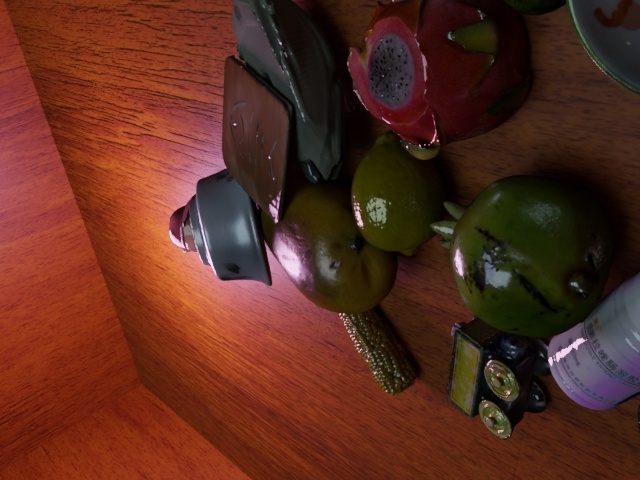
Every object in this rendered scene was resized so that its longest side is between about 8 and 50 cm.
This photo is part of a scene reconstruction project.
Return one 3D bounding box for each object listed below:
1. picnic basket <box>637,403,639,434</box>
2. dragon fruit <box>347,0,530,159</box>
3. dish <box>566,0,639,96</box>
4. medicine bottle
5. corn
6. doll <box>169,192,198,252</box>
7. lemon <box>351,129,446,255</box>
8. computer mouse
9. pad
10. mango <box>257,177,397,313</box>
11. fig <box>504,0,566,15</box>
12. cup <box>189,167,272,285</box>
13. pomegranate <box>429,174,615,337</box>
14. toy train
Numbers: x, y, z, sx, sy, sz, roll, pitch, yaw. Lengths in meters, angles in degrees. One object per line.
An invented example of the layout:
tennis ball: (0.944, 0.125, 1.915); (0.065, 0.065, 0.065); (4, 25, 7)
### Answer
picnic basket: (0.604, 0.349, 1.084); (0.110, 0.054, 0.193); (7, 120, 50)
dragon fruit: (0.177, -0.281, 1.042); (0.290, 0.189, 0.291); (32, 138, 34)
dish: (0.450, -0.321, 0.721); (0.324, 0.124, 0.324); (35, 136, 42)
medicine bottle: (0.487, 0.150, 0.997); (0.152, 0.152, 0.254); (49, 146, 17)
corn: (0.125, 0.240, 1.594); (0.313, 0.102, 0.102); (56, 147, 6)
doll: (-0.343, -0.035, 1.956); (0.255, 0.152, 0.196); (17, 97, 27)
lemon: (0.147, -0.087, 1.238); (0.184, 0.184, 0.249); (-2, 104, 53)
computer mouse: (-0.045, -0.330, 1.330); (0.228, 0.145, 0.429); (-3, 110, 65)
pad: (-0.147, -0.220, 1.393); (0.284, 0.018, 0.287); (47, 140, 38)
mango: (0.000, 0.000, 1.481); (0.445, 0.220, 0.301); (31, 145, 55)
fig: (0.291, -0.383, 0.891); (0.156, 0.123, 0.123); (-115, 19, -51)
cup: (-0.237, -0.035, 1.656); (0.347, 0.163, 0.347); (167, 90, -87)
pomegranate: (0.314, 0.014, 1.055); (0.340, 0.260, 0.261); (23, 132, 53)
toy train: (0.356, 0.269, 1.288); (0.177, 0.134, 0.261); (38, 141, 43)
